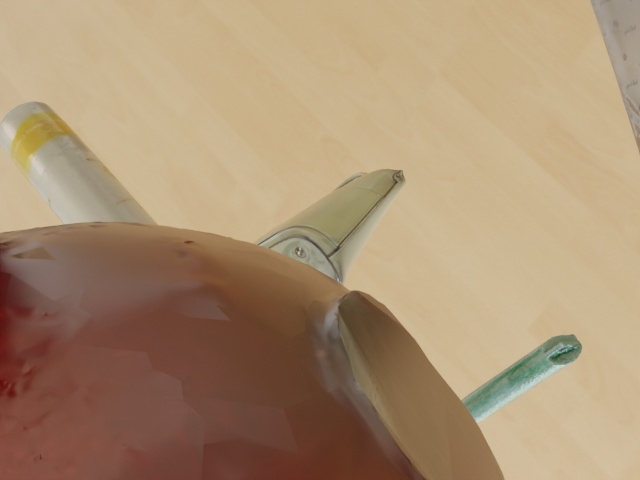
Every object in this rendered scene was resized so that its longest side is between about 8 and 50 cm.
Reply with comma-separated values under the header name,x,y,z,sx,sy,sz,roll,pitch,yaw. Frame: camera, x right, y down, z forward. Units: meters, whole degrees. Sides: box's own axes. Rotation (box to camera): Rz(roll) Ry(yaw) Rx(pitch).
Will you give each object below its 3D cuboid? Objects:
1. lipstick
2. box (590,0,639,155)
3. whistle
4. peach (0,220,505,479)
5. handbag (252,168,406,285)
name,x,y,z,sx,sy,sz,roll,pitch,yaw
lipstick,-0.177,-0.022,0.818,0.264,0.059,0.059,43,115,33
box,0.452,-0.284,1.168,0.225,0.190,0.297,107,151,-71
whistle,0.223,0.162,1.172,0.186,0.039,0.039,-45,66,39
peach,-0.075,0.151,0.491,0.310,0.406,0.335,-35,53,24
handbag,0.000,0.000,1.354,0.241,0.315,0.109,-30,98,32
